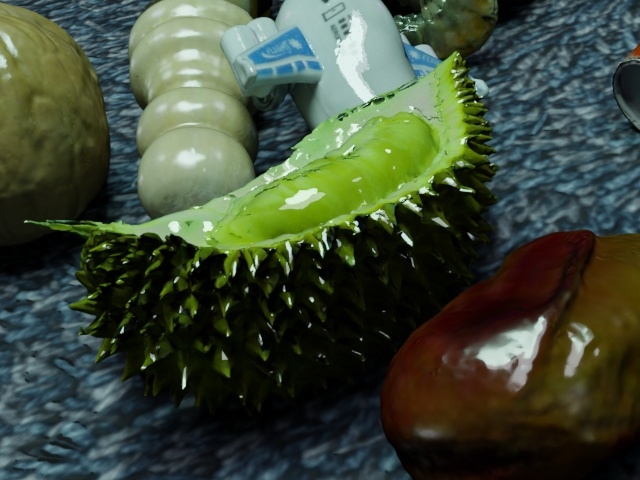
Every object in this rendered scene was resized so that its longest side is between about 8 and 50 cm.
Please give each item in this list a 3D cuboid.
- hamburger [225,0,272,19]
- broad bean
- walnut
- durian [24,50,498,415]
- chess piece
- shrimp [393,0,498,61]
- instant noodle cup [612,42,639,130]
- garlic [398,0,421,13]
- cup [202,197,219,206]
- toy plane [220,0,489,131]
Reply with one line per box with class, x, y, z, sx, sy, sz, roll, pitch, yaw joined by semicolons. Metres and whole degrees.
hamburger;-0.101;-0.305;1.124;0.081;0.127;0.141;7;47;10
broad bean;0.141;0.073;0.600;0.228;0.122;0.156;-31;16;-29
walnut;-0.295;-0.109;0.867;0.228;0.228;0.228;-8;39;7
durian;0.000;0.000;0.676;0.351;0.158;0.169;-29;53;-21
chess piece;-0.118;-0.106;0.894;0.142;0.143;0.261;-10;46;5
shrimp;0.075;-0.251;0.989;0.217;0.150;0.051;1;32;26
instant noodle cup;0.331;-0.157;0.828;0.135;0.127;0.127;-37;44;-15
garlic;0.134;-0.349;1.067;0.244;0.161;0.245;-7;33;5
cup;-0.111;0.021;0.751;0.133;0.099;0.136;-24;41;-11
toy plane;0.038;-0.141;0.859;0.266;0.123;0.267;18;39;-16
